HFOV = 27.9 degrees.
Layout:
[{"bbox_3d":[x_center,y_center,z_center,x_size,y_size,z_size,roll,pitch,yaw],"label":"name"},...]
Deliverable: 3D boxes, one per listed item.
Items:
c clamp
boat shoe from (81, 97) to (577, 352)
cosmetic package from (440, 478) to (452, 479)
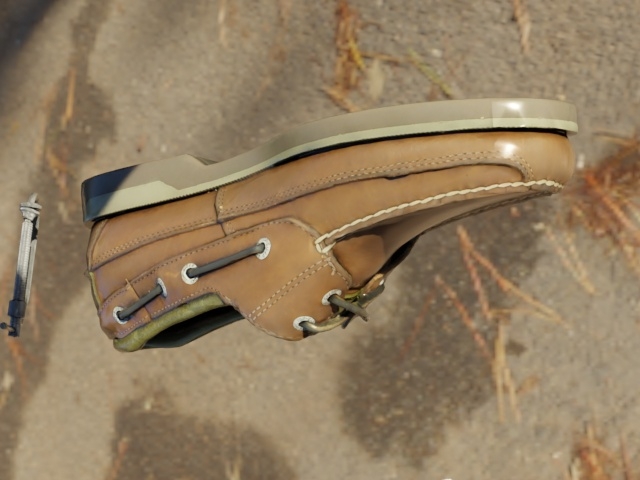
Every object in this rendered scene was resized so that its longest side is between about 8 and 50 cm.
[{"bbox_3d":[-0.296,0.024,1.294,0.137,0.022,0.161,118,157,-73],"label":"c clamp"},{"bbox_3d":[0.000,0.000,0.668,0.307,0.110,0.104,-11,80,41],"label":"boat shoe"},{"bbox_3d":[-0.044,0.420,1.455,0.230,0.453,0.161,-43,61,44],"label":"cosmetic package"}]
